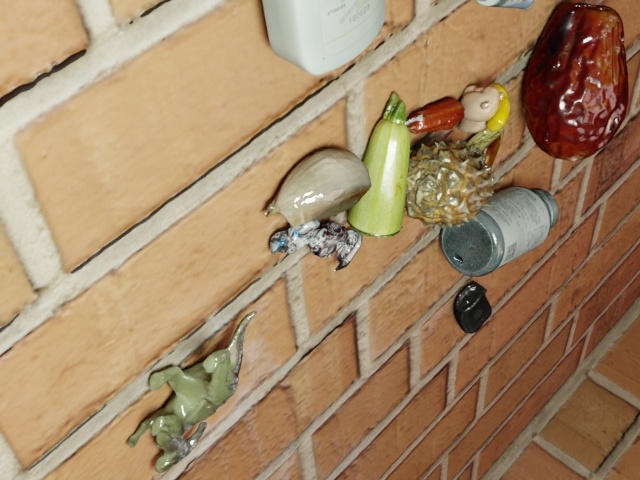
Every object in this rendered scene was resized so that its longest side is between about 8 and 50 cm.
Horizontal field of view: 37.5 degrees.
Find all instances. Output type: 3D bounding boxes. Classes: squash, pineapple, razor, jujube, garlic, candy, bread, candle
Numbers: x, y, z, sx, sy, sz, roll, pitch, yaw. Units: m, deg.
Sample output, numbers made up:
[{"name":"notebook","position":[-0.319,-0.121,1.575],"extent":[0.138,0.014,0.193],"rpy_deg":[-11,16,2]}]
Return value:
[{"name":"squash","position":[0.102,-0.123,1.491],"extent":[0.094,0.094,0.224],"rpy_deg":[-19,125,-48]},{"name":"pineapple","position":[0.221,-0.096,1.606],"extent":[0.193,0.166,0.166],"rpy_deg":[-1,121,-60]},{"name":"razor","position":[0.346,0.154,2.155],"extent":[0.090,0.054,0.148],"rpy_deg":[-50,150,-11]},{"name":"jujube","position":[0.483,-0.295,1.766],"extent":[0.197,0.197,0.290],"rpy_deg":[-17,118,-49]},{"name":"garlic","position":[0.009,-0.080,1.376],"extent":[0.195,0.087,0.101],"rpy_deg":[-26,152,-47]},{"name":"candy","position":[0.000,0.000,1.483],"extent":[0.094,0.051,0.226],"rpy_deg":[-53,151,16]},{"name":"bread","position":[0.296,-0.161,1.759],"extent":[0.136,0.054,0.154],"rpy_deg":[-54,157,-2]},{"name":"candle","position":[0.184,-0.200,1.554],"extent":[0.162,0.048,0.053],"rpy_deg":[-23,108,-43]}]

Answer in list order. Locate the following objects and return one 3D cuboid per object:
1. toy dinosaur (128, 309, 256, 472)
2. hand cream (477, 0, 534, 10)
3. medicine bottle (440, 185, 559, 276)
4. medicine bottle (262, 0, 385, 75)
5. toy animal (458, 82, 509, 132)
[{"name":"toy dinosaur","position":[-0.191,0.232,1.405],"extent":[0.294,0.077,0.162],"rpy_deg":[-49,158,18]},{"name":"hand cream","position":[0.313,-0.415,1.539],"extent":[0.256,0.055,0.088],"rpy_deg":[-23,142,-55]},{"name":"medicine bottle","position":[0.377,-0.029,1.926],"extent":[0.293,0.141,0.141],"rpy_deg":[-21,136,-46]},{"name":"medicine bottle","position":[-0.001,-0.342,1.065],"extent":[0.161,0.111,0.296],"rpy_deg":[-44,151,-24]},{"name":"toy animal","position":[0.273,-0.239,1.636],"extent":[0.082,0.114,0.091],"rpy_deg":[19,80,-27]}]
